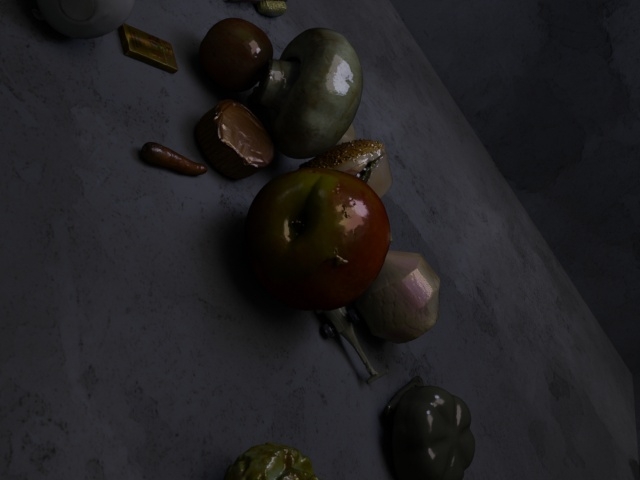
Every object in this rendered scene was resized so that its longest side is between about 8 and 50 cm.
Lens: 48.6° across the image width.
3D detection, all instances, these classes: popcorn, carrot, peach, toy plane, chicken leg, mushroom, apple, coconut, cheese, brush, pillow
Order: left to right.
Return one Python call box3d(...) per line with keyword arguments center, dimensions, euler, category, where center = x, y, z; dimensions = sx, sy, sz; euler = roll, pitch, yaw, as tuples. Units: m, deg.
box3d(center=(-0.323, -0.179, 1.605), dimensions=(0.191, 0.047, 0.047), euler=(18, 50, -50), category="carrot")
box3d(center=(-0.226, -0.495, 1.885), dimensions=(0.173, 0.188, 0.188), euler=(39, 32, -4), category="apple")
box3d(center=(-0.196, -0.759, 2.291), dimensions=(0.313, 0.072, 0.067), euler=(-27, 101, -59), category="brush")
box3d(center=(-0.086, 0.467, 1.270), dimensions=(0.221, 0.183, 0.204), euler=(27, 54, -62), category="popcorn")
box3d(center=(-0.112, -0.391, 2.085), dimensions=(0.251, 0.087, 0.107), euler=(9, 38, -45), category="chicken leg")
box3d(center=(-0.038, -0.388, 1.877), dimensions=(0.260, 0.352, 0.352), euler=(16, 47, -19), category="mushroom")
box3d(center=(0.000, 0.000, 1.658), dimensions=(0.370, 0.370, 0.370), euler=(37, 37, -34), category="peach")
box3d(center=(0.064, -0.324, 2.290), dimensions=(0.163, 0.070, 0.249), euler=(-4, 69, -58), category="cheese")
box3d(center=(0.072, 0.235, 1.808), dimensions=(0.286, 0.092, 0.108), euler=(58, 5, 1), category="toy plane")
box3d(center=(0.207, 0.141, 1.939), dimensions=(0.259, 0.259, 0.259), euler=(37, 37, -34), category="coconut")
box3d(center=(0.233, 0.440, 1.893), dimensions=(0.241, 0.051, 0.093), euler=(-21, 86, -61), category="pillow")

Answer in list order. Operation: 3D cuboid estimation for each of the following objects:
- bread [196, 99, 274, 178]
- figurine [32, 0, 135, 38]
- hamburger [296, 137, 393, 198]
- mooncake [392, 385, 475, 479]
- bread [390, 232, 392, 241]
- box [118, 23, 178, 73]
box3d(center=(-0.216, -0.248, 1.772), dimensions=(0.199, 0.104, 0.199), euler=(31, 44, -36), category="bread")
box3d(center=(-0.522, -0.624, 1.541), dimensions=(0.394, 0.226, 0.275), euler=(-102, 173, -45), category="figurine")
box3d(center=(0.057, -0.174, 1.938), dimensions=(0.170, 0.301, 0.302), euler=(62, 28, -18), category="hamburger")
box3d(center=(0.287, 0.499, 1.796), dimensions=(0.275, 0.135, 0.275), euler=(16, 69, -50), category="mooncake")
box3d(center=(0.119, -0.019, 2.089), dimensions=(0.226, 0.088, 0.049), euler=(15, 55, -50), category="bread")
box3d(center=(-0.419, -0.469, 1.737), dimensions=(0.156, 0.022, 0.089), euler=(12, 55, -52), category="box")
